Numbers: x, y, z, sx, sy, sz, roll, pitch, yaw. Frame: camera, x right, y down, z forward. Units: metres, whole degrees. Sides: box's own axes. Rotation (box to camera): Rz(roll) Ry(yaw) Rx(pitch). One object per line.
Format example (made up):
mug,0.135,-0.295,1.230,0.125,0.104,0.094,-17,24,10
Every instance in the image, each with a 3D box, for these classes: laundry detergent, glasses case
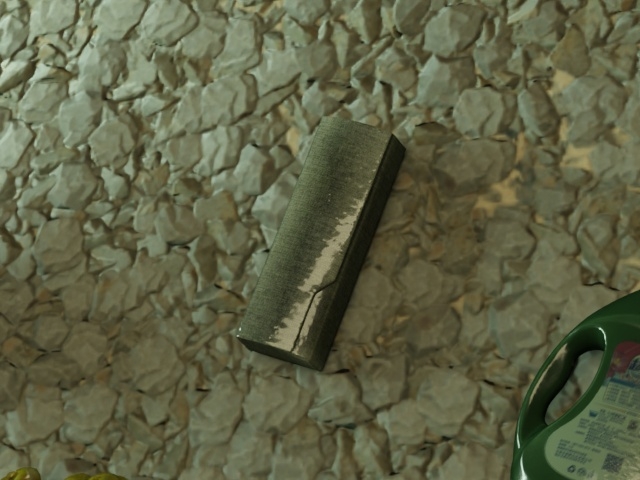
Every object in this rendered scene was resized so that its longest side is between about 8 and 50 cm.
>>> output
laundry detergent,0.224,0.110,1.302,0.137,0.063,0.210,12,73,32
glasses case,0.000,0.000,1.444,0.071,0.047,0.205,15,74,25

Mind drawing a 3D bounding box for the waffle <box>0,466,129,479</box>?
waffle,-0.226,0.304,1.397,0.253,0.056,0.249,-32,60,4
